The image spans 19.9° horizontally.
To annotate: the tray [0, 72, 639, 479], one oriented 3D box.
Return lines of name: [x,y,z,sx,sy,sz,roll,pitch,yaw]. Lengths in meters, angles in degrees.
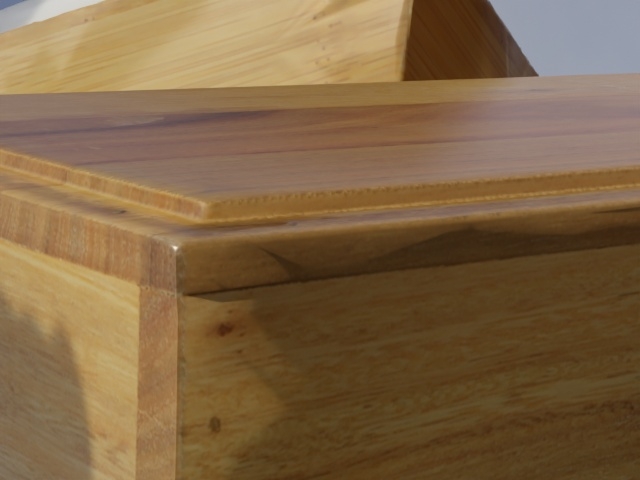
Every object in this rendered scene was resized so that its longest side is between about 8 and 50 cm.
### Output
tray: [0.077,-0.002,0.506,0.410,0.202,0.076,-7,-77,-37]

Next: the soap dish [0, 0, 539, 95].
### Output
soap dish: [0.000,0.000,0.769,0.291,0.228,0.118,47,-143,-48]
